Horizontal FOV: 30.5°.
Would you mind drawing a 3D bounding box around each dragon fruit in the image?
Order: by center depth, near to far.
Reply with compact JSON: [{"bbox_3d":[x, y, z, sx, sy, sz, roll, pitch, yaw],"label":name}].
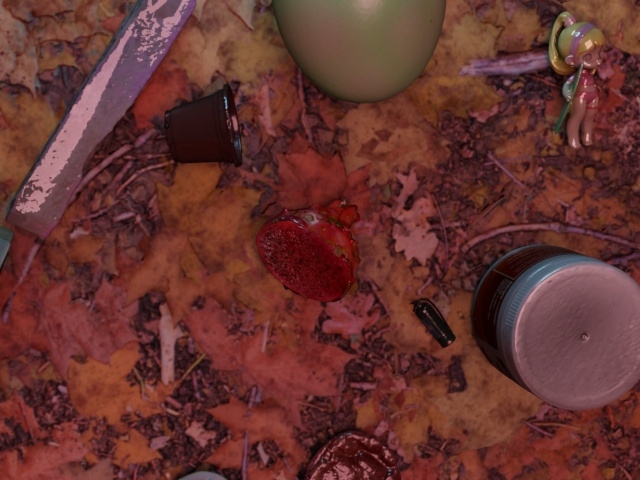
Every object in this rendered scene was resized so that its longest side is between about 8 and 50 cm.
[{"bbox_3d":[0.000,0.000,1.578,0.153,0.153,0.111,49,54,-12],"label":"dragon fruit"}]

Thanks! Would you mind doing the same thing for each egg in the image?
[{"bbox_3d":[0.049,-0.308,1.481,0.220,0.220,0.269,-9,97,-9],"label":"egg"}]

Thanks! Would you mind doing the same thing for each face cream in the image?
[{"bbox_3d":[0.323,0.113,1.596,0.201,0.187,0.201,-1,97,-10],"label":"face cream"}]

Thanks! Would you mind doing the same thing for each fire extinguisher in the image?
[{"bbox_3d":[0.157,0.110,1.651,0.083,0.025,0.038,50,49,-12],"label":"fire extinguisher"}]

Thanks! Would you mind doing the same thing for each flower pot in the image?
[{"bbox_3d":[-0.155,-0.144,1.531,0.089,0.111,0.111,-8,98,3],"label":"flower pot"}]

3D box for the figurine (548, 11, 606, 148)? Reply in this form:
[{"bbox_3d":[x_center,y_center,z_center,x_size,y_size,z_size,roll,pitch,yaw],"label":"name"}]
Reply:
[{"bbox_3d":[0.353,-0.222,1.630,0.083,0.083,0.187,-9,111,-9],"label":"figurine"}]

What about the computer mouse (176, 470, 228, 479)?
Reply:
[{"bbox_3d":[-0.213,0.415,1.606,0.245,0.056,0.126,-36,102,-4],"label":"computer mouse"}]

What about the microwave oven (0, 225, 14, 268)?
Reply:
[{"bbox_3d":[-0.529,0.148,1.346,0.218,0.286,0.355,22,125,-11],"label":"microwave oven"}]

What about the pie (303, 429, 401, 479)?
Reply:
[{"bbox_3d":[0.044,0.343,1.649,0.153,0.038,0.153,0,90,-14],"label":"pie"}]

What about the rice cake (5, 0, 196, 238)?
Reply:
[{"bbox_3d":[-0.279,-0.182,1.520,0.070,0.064,0.399,33,90,-21],"label":"rice cake"}]
